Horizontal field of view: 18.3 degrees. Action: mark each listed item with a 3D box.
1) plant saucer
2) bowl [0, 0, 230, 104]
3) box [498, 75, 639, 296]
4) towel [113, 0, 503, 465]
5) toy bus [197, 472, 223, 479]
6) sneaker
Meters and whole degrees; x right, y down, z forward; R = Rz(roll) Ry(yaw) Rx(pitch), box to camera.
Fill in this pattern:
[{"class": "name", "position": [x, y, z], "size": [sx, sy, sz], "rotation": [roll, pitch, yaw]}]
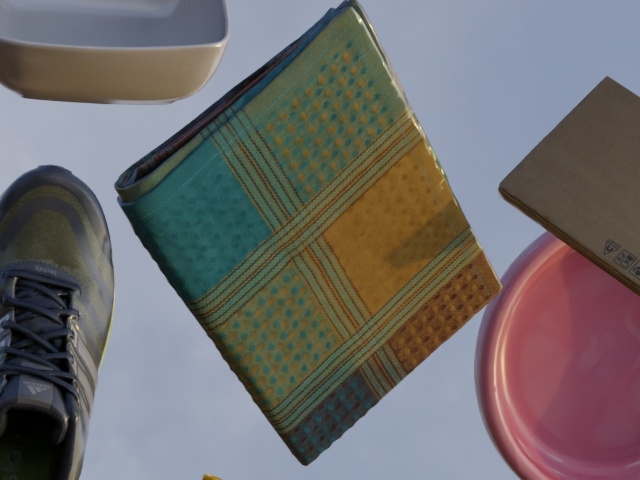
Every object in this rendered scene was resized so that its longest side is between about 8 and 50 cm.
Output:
[{"class": "plant saucer", "position": [0.313, 0.126, 2.118], "size": [0.332, 0.332, 0.084], "rotation": [26, -2, -17]}, {"class": "bowl", "position": [-0.126, -0.122, 1.109], "size": [0.142, 0.142, 0.053], "rotation": [2, -55, -13]}, {"class": "box", "position": [0.295, -0.049, 1.877], "size": [0.201, 0.164, 0.021], "rotation": [38, -17, 28]}, {"class": "towel", "position": [0.000, 0.000, 1.776], "size": [0.040, 0.271, 0.370], "rotation": [35, -18, 50]}, {"class": "toy bus", "position": [-0.045, 0.296, 1.733], "size": [0.220, 0.149, 0.211], "rotation": [22, 8, 14]}, {"class": "sneaker", "position": [-0.191, 0.092, 1.349], "size": [0.111, 0.300, 0.121], "rotation": [7, -13, -15]}]
